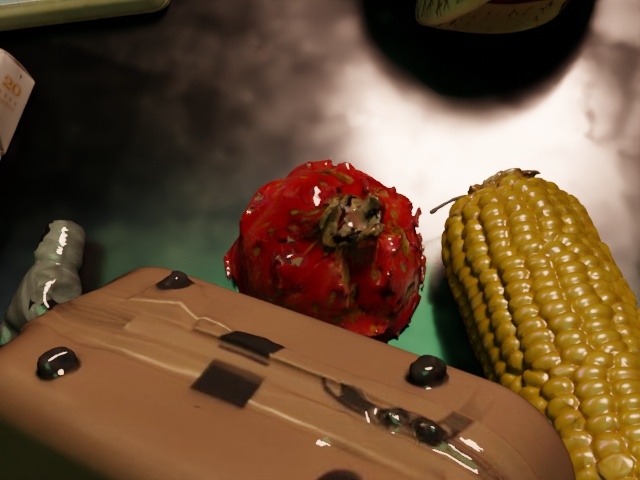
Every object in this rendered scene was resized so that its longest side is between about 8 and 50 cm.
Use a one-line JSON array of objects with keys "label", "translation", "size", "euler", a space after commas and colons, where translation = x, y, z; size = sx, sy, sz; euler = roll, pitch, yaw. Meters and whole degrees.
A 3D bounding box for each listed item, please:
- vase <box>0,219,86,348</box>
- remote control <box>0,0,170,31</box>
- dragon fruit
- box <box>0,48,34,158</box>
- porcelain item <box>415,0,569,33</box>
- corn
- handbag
[{"label": "vase", "translation": [-0.204, 0.085, 0.556], "size": [0.060, 0.060, 0.211], "euler": [6, 72, 5]}, {"label": "remote control", "translation": [-0.244, -0.227, 0.668], "size": [0.234, 0.038, 0.098], "euler": [-7, 72, 2]}, {"label": "dragon fruit", "translation": [0.000, 0.000, 0.548], "size": [0.153, 0.111, 0.153], "euler": [-1, 69, 3]}, {"label": "box", "translation": [-0.341, -0.054, 0.601], "size": [0.150, 0.067, 0.233], "euler": [18, 77, 5]}, {"label": "porcelain item", "translation": [0.120, -0.281, 0.600], "size": [0.253, 0.253, 0.252], "euler": [-1, 73, 3]}, {"label": "corn", "translation": [0.145, 0.072, 0.461], "size": [0.106, 0.106, 0.305], "euler": [-10, 42, 0]}, {"label": "handbag", "translation": [-0.032, 0.174, 0.431], "size": [0.302, 0.283, 0.149], "euler": [14, 31, 28]}]
